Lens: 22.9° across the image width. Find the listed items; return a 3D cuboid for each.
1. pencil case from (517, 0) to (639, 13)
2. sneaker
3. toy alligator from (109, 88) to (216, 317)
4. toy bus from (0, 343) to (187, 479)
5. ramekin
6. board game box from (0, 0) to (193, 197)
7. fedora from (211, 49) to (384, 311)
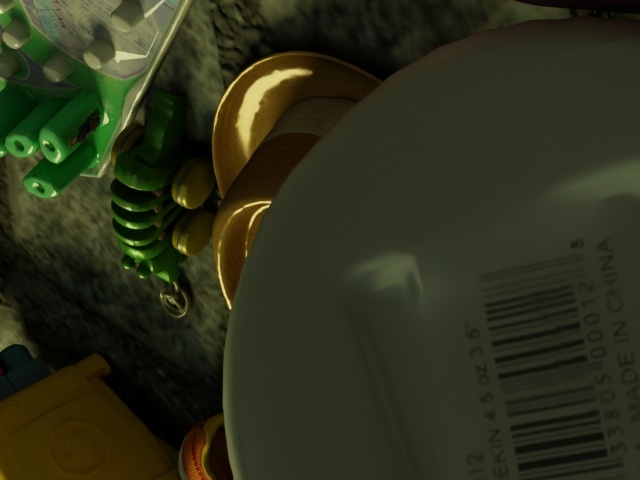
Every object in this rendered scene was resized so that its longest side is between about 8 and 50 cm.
[{"bbox_3d":[0.084,-0.139,0.542,0.284,0.124,0.124,9,131,40],"label":"pencil case"},{"bbox_3d":[-0.025,0.187,1.015,0.175,0.064,0.067,46,148,0],"label":"sneaker"},{"bbox_3d":[-0.097,-0.005,0.909,0.056,0.051,0.190,30,142,21],"label":"toy alligator"},{"bbox_3d":[-0.198,0.175,1.127,0.211,0.149,0.220,51,149,15],"label":"toy bus"},{"bbox_3d":[0.100,0.052,0.566,0.277,0.135,0.277,-1,87,23],"label":"ramekin"},{"bbox_3d":[-0.223,-0.235,0.787,0.390,0.050,0.390,40,144,1],"label":"board game box"},{"bbox_3d":[0.000,0.000,0.792,0.194,0.079,0.194,28,142,24],"label":"fedora"}]
